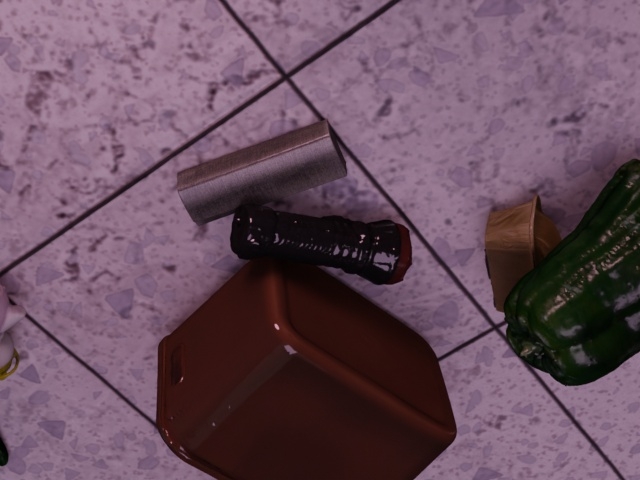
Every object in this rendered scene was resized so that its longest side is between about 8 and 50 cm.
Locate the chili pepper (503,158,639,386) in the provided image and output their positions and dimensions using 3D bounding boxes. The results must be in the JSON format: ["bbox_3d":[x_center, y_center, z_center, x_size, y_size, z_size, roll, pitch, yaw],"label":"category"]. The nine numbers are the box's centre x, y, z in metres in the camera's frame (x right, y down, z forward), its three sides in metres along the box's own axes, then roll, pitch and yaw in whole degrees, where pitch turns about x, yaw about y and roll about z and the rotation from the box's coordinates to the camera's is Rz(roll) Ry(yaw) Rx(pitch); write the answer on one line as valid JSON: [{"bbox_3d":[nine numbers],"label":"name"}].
[{"bbox_3d":[0.405,0.038,1.347,0.385,0.167,0.213,-35,126,-12],"label":"chili pepper"}]

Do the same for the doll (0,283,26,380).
[{"bbox_3d":[-0.450,0.111,1.451,0.129,0.081,0.207,-1,127,6],"label":"doll"}]

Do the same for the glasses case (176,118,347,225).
[{"bbox_3d":[-0.073,-0.082,1.363,0.205,0.047,0.071,-19,125,8],"label":"glasses case"}]

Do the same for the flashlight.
[{"bbox_3d":[0.000,0.000,1.385,0.232,0.093,0.093,11,124,-21],"label":"flashlight"}]

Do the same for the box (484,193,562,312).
[{"bbox_3d":[0.275,0.029,1.434,0.111,0.111,0.177,-13,125,5],"label":"box"}]

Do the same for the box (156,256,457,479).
[{"bbox_3d":[-0.016,0.200,1.451,0.339,0.239,0.229,34,114,-24],"label":"box"}]

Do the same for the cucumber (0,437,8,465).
[{"bbox_3d":[-0.491,0.267,1.584,0.033,0.036,0.184,-14,127,-6],"label":"cucumber"}]
